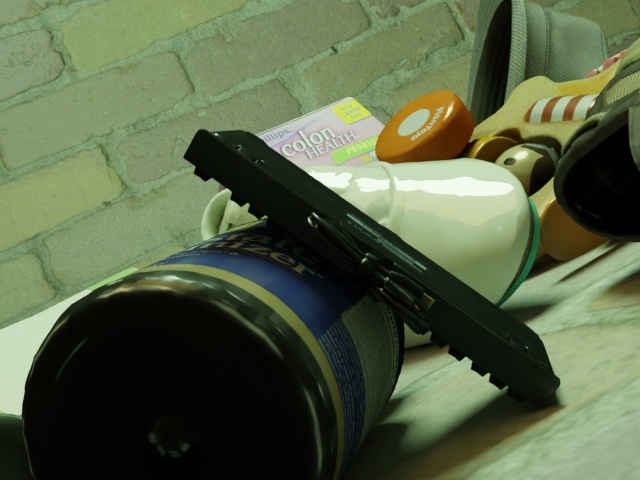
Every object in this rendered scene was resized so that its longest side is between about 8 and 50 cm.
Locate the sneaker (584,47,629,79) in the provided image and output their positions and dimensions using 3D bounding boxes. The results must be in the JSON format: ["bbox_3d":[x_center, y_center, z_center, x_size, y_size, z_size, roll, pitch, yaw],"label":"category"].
[{"bbox_3d":[0.346,-0.121,0.849,0.299,0.121,0.112,-25,-26,30],"label":"sneaker"}]

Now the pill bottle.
[{"bbox_3d":[-0.029,0.055,0.455,0.123,0.123,0.219,-25,3,17],"label":"pill bottle"}]

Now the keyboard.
[{"bbox_3d":[0.022,0.010,0.424,0.023,0.180,0.108,-56,-3,10],"label":"keyboard"}]

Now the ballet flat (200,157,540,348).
[{"bbox_3d":[0.000,0.000,0.744,0.139,0.139,0.400,-26,10,-21],"label":"ballet flat"}]

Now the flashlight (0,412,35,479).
[{"bbox_3d":[-0.209,0.144,0.511,0.103,0.103,0.304,13,-26,-31],"label":"flashlight"}]

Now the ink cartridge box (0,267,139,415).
[{"bbox_3d":[-0.186,0.107,0.818,0.171,0.056,0.235,19,28,33],"label":"ink cartridge box"}]

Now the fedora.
[{"bbox_3d":[0.226,-0.143,1.023,0.124,0.275,0.244,7,-7,-2],"label":"fedora"}]

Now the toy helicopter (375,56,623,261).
[{"bbox_3d":[0.225,-0.094,0.756,0.355,0.140,0.235,-39,26,5],"label":"toy helicopter"}]

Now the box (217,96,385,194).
[{"bbox_3d":[-0.026,-0.036,1.301,0.213,0.117,0.243,-27,-30,-36],"label":"box"}]

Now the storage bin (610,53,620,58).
[{"bbox_3d":[0.422,-0.189,1.183,0.260,0.123,0.262,-26,2,-5],"label":"storage bin"}]

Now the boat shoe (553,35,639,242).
[{"bbox_3d":[0.210,-0.043,0.430,0.130,0.132,0.355,-48,2,-7],"label":"boat shoe"}]
